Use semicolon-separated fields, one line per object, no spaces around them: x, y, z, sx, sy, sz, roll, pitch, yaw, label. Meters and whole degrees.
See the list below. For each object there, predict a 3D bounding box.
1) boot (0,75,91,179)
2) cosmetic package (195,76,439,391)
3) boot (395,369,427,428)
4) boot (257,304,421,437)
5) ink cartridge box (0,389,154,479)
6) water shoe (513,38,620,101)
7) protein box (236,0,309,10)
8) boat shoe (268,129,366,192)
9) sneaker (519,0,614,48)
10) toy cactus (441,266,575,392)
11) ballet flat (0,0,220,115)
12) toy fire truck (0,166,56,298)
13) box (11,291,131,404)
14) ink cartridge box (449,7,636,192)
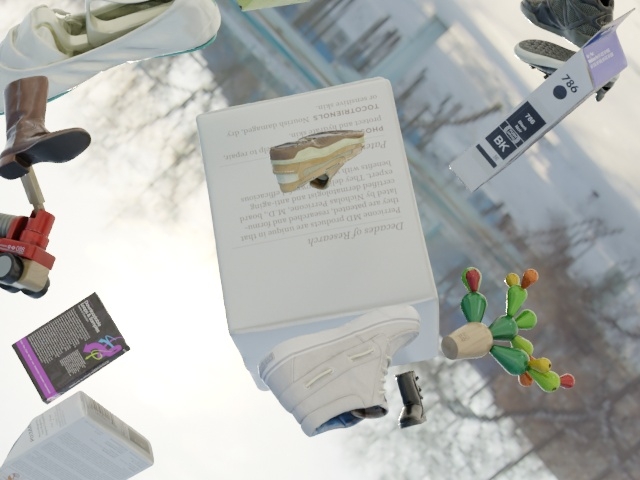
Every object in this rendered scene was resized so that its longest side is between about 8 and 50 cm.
-0.265;-0.122;1.143;0.037;0.106;0.114;53;-154;-48;boot
0.000;0.000;1.988;0.329;0.327;0.394;77;-178;-67;cosmetic package
0.162;0.293;2.199;0.121;0.045;0.099;5;-110;-73;boot
0.050;0.167;1.473;0.258;0.095;0.123;-16;-120;-38;boot
-0.401;0.341;1.821;0.189;0.232;0.066;50;-163;-47;ink cartridge box
0.414;-0.283;2.032;0.203;0.080;0.073;10;-145;-18;water shoe
-0.053;-0.541;2.197;0.201;0.200;0.136;-21;-99;-48;protein box
-0.003;-0.104;1.597;0.190;0.068;0.072;-21;-73;-49;boat shoe
0.457;-0.438;2.180;0.087;0.130;0.227;-5;-153;-27;sneaker
0.248;0.127;1.647;0.180;0.112;0.219;-14;-112;-39;toy cactus
-0.349;-0.305;1.752;0.139;0.400;0.139;-17;-90;-89;ballet flat
-0.612;-0.037;2.321;0.217;0.246;0.158;11;164;30;toy fire truck
-0.400;0.172;1.917;0.116;0.162;0.029;55;174;24;box
0.351;-0.210;1.804;0.065;0.332;0.165;50;-143;6;ink cartridge box
